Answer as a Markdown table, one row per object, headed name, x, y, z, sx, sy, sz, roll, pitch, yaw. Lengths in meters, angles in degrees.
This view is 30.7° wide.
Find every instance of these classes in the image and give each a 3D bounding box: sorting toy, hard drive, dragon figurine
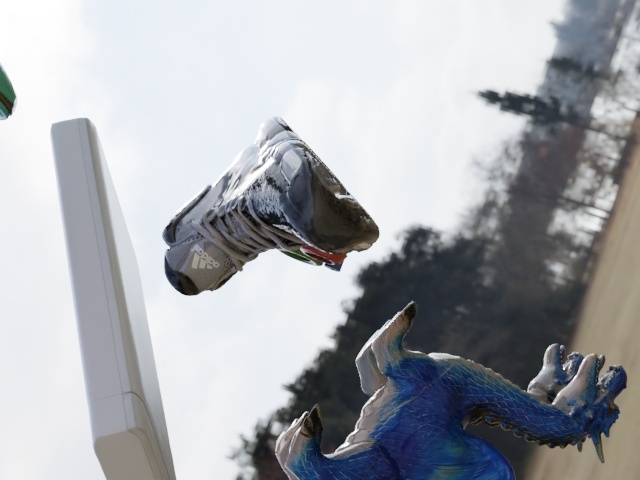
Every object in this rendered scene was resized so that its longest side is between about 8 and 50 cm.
| name | x | y | z | sx | sy | sz | roll | pitch | yaw |
| --- | --- | --- | --- | --- | --- | --- | --- | --- | --- |
| sorting toy | 0.000 | 0.000 | 1.130 | 0.102 | 0.061 | 0.042 | 1 | 68 | 64 |
| hard drive | -0.184 | 0.089 | 1.062 | 0.233 | 0.047 | 0.353 | 83 | 171 | -49 |
| dragon figurine | 0.053 | 0.136 | 0.654 | 0.289 | 0.144 | 0.085 | -45 | -4 | -24 |

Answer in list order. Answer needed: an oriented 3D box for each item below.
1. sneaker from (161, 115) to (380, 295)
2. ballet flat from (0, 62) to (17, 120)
| name | x | y | z | sx | sy | sz | roll | pitch | yaw |
| --- | --- | --- | --- | --- | --- | --- | --- | --- | --- |
| sneaker | -0.043 | -0.002 | 0.759 | 0.132 | 0.086 | 0.228 | -41 | 14 | 3 |
| ballet flat | -0.346 | -0.186 | 0.951 | 0.083 | 0.247 | 0.087 | -11 | 59 | 50 |
